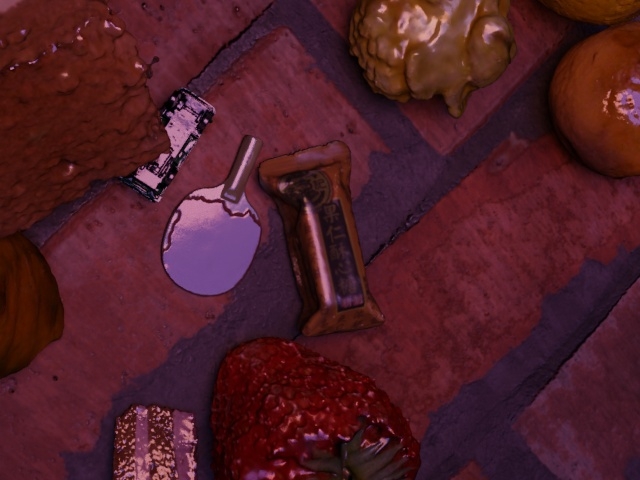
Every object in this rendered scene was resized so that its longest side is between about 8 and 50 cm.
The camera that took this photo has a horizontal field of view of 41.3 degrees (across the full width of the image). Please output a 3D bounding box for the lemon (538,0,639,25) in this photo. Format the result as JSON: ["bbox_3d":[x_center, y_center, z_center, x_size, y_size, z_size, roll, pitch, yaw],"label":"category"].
[{"bbox_3d":[0.392,-0.439,1.185,0.258,0.258,0.310,-20,65,-15],"label":"lemon"}]

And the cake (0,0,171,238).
[{"bbox_3d":[-0.358,-0.202,0.953,0.282,0.255,0.290,-32,64,-12],"label":"cake"}]

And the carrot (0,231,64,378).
[{"bbox_3d":[-0.482,0.060,0.980,0.242,0.341,0.241,-2,82,12],"label":"carrot"}]

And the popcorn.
[{"bbox_3d":[0.156,-0.306,1.175,0.256,0.195,0.255,-42,92,-12],"label":"popcorn"}]

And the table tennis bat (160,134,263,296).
[{"bbox_3d":[-0.137,-0.036,1.180,0.131,0.022,0.234,22,87,-15],"label":"table tennis bat"}]

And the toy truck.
[{"bbox_3d":[-0.202,-0.127,1.126,0.065,0.079,0.147,34,83,-14],"label":"toy truck"}]

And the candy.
[{"bbox_3d":[0.000,0.000,1.182,0.143,0.101,0.271,-11,89,-22],"label":"candy"}]

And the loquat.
[{"bbox_3d":[0.453,-0.207,1.257,0.238,0.193,0.238,-1,91,-24],"label":"loquat"}]

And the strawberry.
[{"bbox_3d":[-0.017,0.272,1.139,0.261,0.258,0.261,-12,115,-26],"label":"strawberry"}]

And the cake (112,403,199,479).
[{"bbox_3d":[-0.228,0.370,1.142,0.116,0.113,0.295,4,78,-18],"label":"cake"}]
